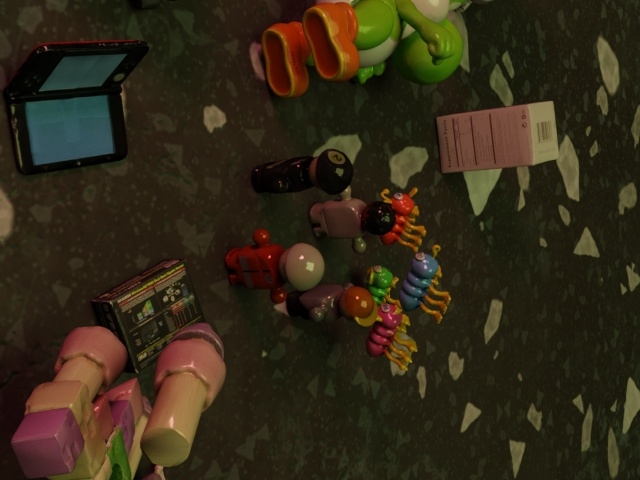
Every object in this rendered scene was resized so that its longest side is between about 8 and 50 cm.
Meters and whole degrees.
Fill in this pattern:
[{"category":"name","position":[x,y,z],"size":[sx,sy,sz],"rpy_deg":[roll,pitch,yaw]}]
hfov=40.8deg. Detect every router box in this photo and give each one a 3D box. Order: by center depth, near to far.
[{"category":"router box","position":[-0.197,0.086,1.004],"size":[0.122,0.038,0.092],"rpy_deg":[-33,114,-46]}]

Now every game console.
[{"category":"game console","position":[-0.249,-0.144,0.916],"size":[0.144,0.124,0.085],"rpy_deg":[-19,77,-49]}]

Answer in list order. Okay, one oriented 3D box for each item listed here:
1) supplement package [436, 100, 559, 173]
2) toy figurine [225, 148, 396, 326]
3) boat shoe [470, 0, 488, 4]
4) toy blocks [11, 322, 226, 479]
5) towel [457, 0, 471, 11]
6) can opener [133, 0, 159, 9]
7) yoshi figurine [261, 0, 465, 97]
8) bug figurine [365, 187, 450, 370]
[{"category":"supplement package","position":[0.309,-0.180,1.510],"size":[0.105,0.179,0.105],"rpy_deg":[-17,102,-49]},{"category":"toy figurine","position":[0.000,0.000,1.157],"size":[0.209,0.148,0.213],"rpy_deg":[38,61,-43]},{"category":"boat shoe","position":[0.374,-0.481,1.453],"size":[0.335,0.119,0.121],"rpy_deg":[-38,112,-35]},{"category":"toy blocks","position":[-0.228,0.218,0.866],"size":[0.260,0.309,0.288],"rpy_deg":[-84,168,-65]},{"category":"towel","position":[0.275,-0.591,1.529],"size":[0.235,0.121,0.283],"rpy_deg":[45,56,-39]},{"category":"can opener","position":[-0.202,-0.365,0.994],"size":[0.073,0.059,0.186],"rpy_deg":[-30,112,-46]},{"category":"yoshi figurine","position":[0.100,-0.281,1.244],"size":[0.362,0.203,0.203],"rpy_deg":[-30,154,-39]},{"category":"bug figurine","position":[0.109,0.054,1.244],"size":[0.072,0.279,0.216],"rpy_deg":[14,115,-12]}]
